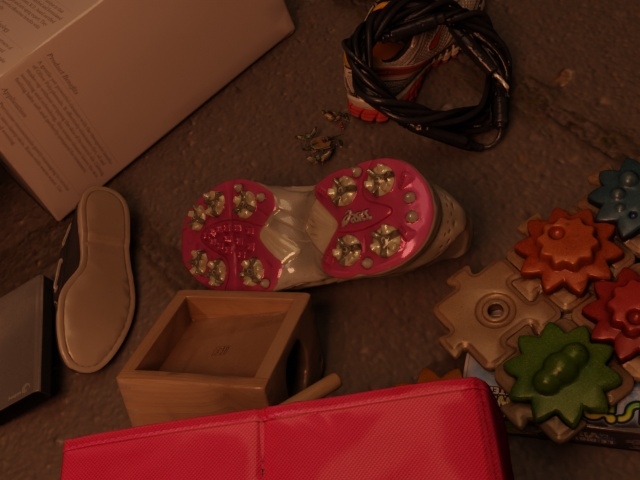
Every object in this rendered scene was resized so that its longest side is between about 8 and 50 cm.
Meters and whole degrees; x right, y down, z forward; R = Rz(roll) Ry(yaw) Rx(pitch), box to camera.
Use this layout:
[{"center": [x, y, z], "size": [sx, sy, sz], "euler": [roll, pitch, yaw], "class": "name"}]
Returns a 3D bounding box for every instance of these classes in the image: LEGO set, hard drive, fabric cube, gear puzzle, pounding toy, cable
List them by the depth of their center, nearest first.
[{"center": [0.005, 0.264, 0.512], "size": [0.259, 0.254, 0.258], "euler": [-11, 52, 10], "class": "fabric cube"}, {"center": [0.184, 0.054, 0.690], "size": [0.339, 0.044, 0.175], "euler": [-35, 53, -8], "class": "gear puzzle"}, {"center": [-0.062, 0.135, 0.694], "size": [0.181, 0.094, 0.206], "euler": [0, 31, 18], "class": "pounding toy"}, {"center": [-0.301, 0.110, 0.854], "size": [0.094, 0.022, 0.135], "euler": [-29, 50, 19], "class": "hard drive"}, {"center": [0.110, -0.175, 0.866], "size": [0.184, 0.047, 0.150], "euler": [17, 77, -13], "class": "cable"}, {"center": [0.005, -0.106, 0.931], "size": [0.054, 0.023, 0.083], "euler": [27, 54, 29], "class": "LEGO set"}]

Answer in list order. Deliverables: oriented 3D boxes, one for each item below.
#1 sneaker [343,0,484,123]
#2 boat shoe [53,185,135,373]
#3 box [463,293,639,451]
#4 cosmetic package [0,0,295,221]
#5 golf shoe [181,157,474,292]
[{"center": [0.104, -0.230, 0.939], "size": [0.088, 0.093, 0.225], "euler": [23, 64, 30], "class": "sneaker"}, {"center": [-0.232, 0.045, 0.885], "size": [0.065, 0.075, 0.206], "euler": [-40, 43, 46], "class": "boat shoe"}, {"center": [0.221, 0.105, 0.695], "size": [0.207, 0.036, 0.114], "euler": [3, 57, 20], "class": "box"}, {"center": [-0.227, -0.223, 0.977], "size": [0.365, 0.197, 0.155], "euler": [-42, 52, -16], "class": "cosmetic package"}, {"center": [0.000, 0.000, 0.808], "size": [0.306, 0.140, 0.115], "euler": [-3, 82, 40], "class": "golf shoe"}]
